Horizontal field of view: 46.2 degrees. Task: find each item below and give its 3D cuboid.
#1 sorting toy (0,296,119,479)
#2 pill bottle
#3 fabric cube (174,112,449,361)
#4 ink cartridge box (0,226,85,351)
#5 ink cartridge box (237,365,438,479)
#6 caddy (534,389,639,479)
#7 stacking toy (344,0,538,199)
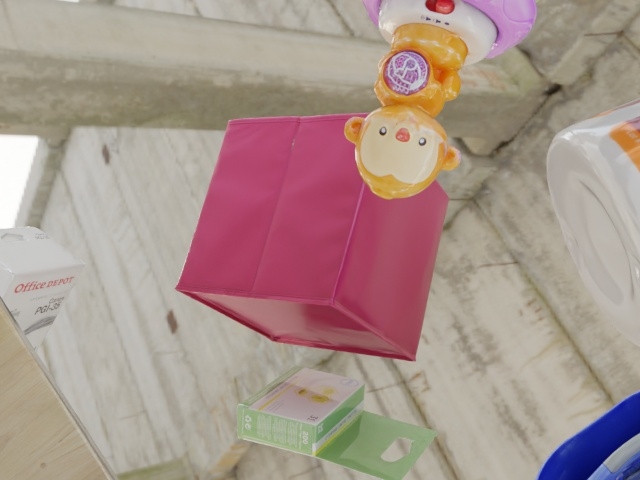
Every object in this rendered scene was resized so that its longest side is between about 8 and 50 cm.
[{"bbox_3d":[-0.248,0.181,0.432,0.255,0.257,0.089,41,-19,35],"label":"sorting toy"},{"bbox_3d":[0.435,-0.067,0.685,0.224,0.393,0.223,-21,90,-87],"label":"pill bottle"},{"bbox_3d":[0.000,0.000,1.048,0.259,0.254,0.258,3,-110,32],"label":"fabric cube"},{"bbox_3d":[-0.535,0.129,1.208,0.117,0.207,0.283,33,-80,9],"label":"ink cartridge box"},{"bbox_3d":[0.028,0.246,1.037,0.235,0.171,0.056,7,-77,26],"label":"ink cartridge box"},{"bbox_3d":[0.463,0.338,1.043,0.179,0.341,0.241,56,-2,-24],"label":"caddy"},{"bbox_3d":[0.079,-0.168,0.441,0.166,0.175,0.301,91,17,-82],"label":"stacking toy"}]
